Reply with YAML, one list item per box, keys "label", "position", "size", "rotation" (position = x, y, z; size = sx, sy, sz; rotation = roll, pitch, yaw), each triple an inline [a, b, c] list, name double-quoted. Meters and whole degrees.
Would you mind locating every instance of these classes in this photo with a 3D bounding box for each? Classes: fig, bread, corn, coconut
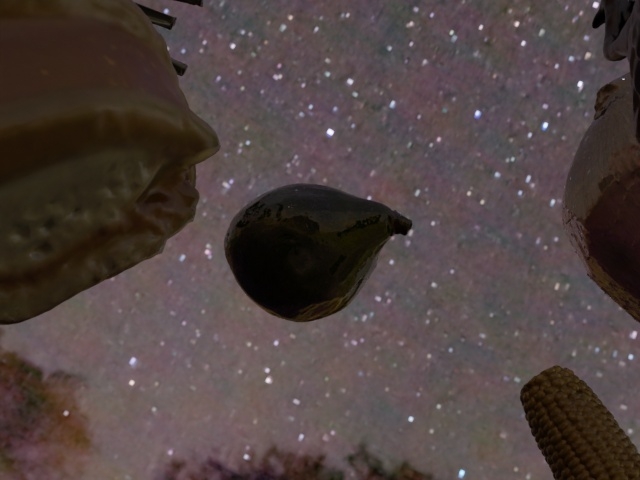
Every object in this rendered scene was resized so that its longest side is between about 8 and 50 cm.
- label: "fig"
  position: [0.000, 0.000, 1.180]
  size: [0.244, 0.195, 0.195]
  rotation: [-29, -58, 20]
- label: "bread"
  position: [-0.262, -0.069, 0.559]
  size: [0.341, 0.300, 0.210]
  rotation: [16, -58, 54]
- label: "corn"
  position: [0.281, 0.239, 0.868]
  size: [0.091, 0.260, 0.091]
  rotation: [-38, -37, 12]
- label: "coconut"
  position: [0.504, -0.074, 1.175]
  size: [0.404, 0.405, 0.405]
  rotation: [20, -32, 13]

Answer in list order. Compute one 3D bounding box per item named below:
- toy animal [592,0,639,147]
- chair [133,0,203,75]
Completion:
- label: "toy animal"
  position: [0.282, -0.187, 0.676]
  size: [0.090, 0.195, 0.324]
  rotation: [-2, -8, -7]
- label: "chair"
  position: [-0.349, -0.381, 1.467]
  size: [0.274, 0.203, 0.191]
  rotation: [24, -59, -1]
